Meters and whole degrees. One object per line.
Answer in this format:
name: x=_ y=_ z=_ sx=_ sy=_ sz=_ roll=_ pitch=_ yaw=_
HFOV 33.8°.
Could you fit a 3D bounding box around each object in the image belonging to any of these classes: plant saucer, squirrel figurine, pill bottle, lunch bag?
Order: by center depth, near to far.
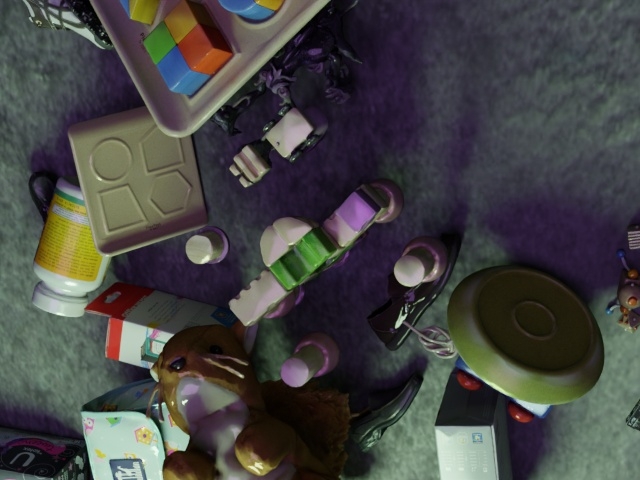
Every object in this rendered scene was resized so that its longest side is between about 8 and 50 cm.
plant saucer: x=0.300 y=0.122 z=1.505 sx=0.240 sy=0.241 sz=0.037 roll=26 pitch=138 yaw=5
squirrel figurine: x=-0.104 y=0.304 z=1.545 sx=0.281 sy=0.397 sz=0.371 roll=-34 pitch=72 yaw=14
pill bottle: x=-0.392 y=0.011 z=1.691 sx=0.117 sy=0.117 sz=0.209 roll=20 pitch=100 yaw=7
lunch bag: x=-0.246 y=0.339 z=1.716 sx=0.262 sy=0.160 sz=0.224 roll=-14 pitch=105 yaw=-16

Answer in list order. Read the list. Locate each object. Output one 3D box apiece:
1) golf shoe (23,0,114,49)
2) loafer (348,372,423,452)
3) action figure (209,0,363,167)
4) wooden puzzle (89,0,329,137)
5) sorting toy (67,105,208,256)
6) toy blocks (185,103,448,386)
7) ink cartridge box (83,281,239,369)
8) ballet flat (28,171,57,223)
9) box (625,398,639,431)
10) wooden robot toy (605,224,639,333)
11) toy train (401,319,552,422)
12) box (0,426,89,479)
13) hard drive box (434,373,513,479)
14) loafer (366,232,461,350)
golf shoe: x=-0.391 y=-0.351 z=1.620 sx=0.198 sy=0.077 sz=0.094 roll=44 pitch=124 yaw=4
loafer: x=0.101 y=0.270 z=1.703 sx=0.061 sy=0.062 sz=0.170 roll=41 pitch=112 yaw=4
action figure: x=-0.038 y=-0.248 z=1.523 sx=0.164 sy=0.141 sz=0.276 roll=42 pitch=105 yaw=5
wooden puzzle: x=-0.169 y=-0.369 z=1.478 sx=0.347 sy=0.080 sz=0.322 roll=-38 pitch=69 yaw=21
sorting toy: x=-0.282 y=-0.099 z=1.635 sx=0.038 sy=0.193 sz=0.208 roll=11 pitch=116 yaw=58
toy blocks: x=0.000 y=0.000 z=1.539 sx=0.288 sy=0.260 sz=0.309 roll=-42 pitch=85 yaw=17
ink cartridge box: x=-0.257 y=0.148 z=1.714 sx=0.231 sy=0.134 sz=0.078 roll=14 pitch=111 yaw=10
ballet flat: x=-0.435 y=-0.037 z=1.755 sx=0.057 sy=0.049 sz=0.173 roll=-22 pitch=108 yaw=-11
box: x=0.518 y=0.263 z=1.613 sx=0.067 sy=0.018 sz=0.083 roll=28 pitch=113 yaw=4
wooden robot toy: x=0.463 y=0.069 z=1.529 sx=0.076 sy=0.079 sz=0.173 roll=10 pitch=111 yaw=12
toy train: x=0.255 y=0.151 z=1.584 sx=0.248 sy=0.143 sz=0.105 roll=31 pitch=122 yaw=11
box: x=-0.555 y=0.439 z=1.887 sx=0.247 sy=0.142 sz=0.163 roll=6 pitch=110 yaw=12
hard drive box: x=0.242 y=0.347 z=1.626 sx=0.089 sy=0.181 sz=0.232 roll=-4 pitch=106 yaw=16
loafer: x=0.139 y=0.072 z=1.613 sx=0.078 sy=0.080 sz=0.220 roll=32 pitch=113 yaw=2
